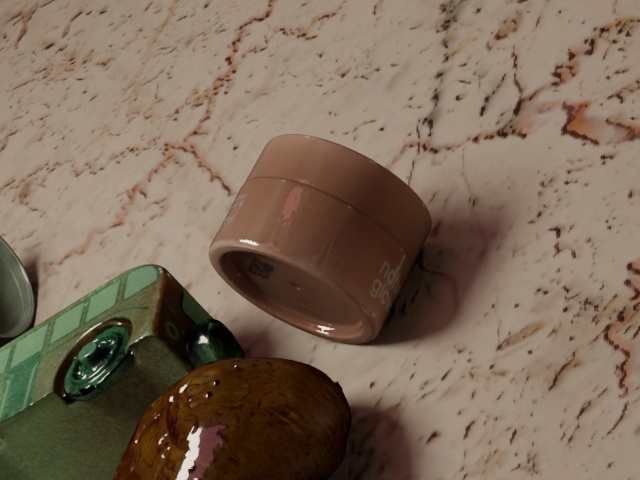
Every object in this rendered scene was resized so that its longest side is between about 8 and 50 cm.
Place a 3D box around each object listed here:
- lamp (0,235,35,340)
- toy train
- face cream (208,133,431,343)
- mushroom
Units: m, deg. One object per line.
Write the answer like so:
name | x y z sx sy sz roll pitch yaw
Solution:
lamp | -0.407 0.087 1.889 0.227 0.147 0.172 -37 21 28
toy train | -0.199 0.139 1.600 0.326 0.129 0.159 -31 31 23
face cream | 0.000 0.000 1.500 0.149 0.149 0.104 3 58 49
mushroom | -0.085 0.178 1.421 0.231 0.138 0.194 -54 34 -12
